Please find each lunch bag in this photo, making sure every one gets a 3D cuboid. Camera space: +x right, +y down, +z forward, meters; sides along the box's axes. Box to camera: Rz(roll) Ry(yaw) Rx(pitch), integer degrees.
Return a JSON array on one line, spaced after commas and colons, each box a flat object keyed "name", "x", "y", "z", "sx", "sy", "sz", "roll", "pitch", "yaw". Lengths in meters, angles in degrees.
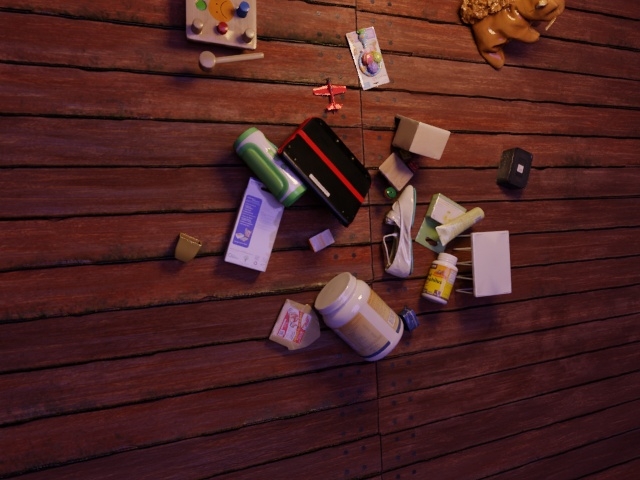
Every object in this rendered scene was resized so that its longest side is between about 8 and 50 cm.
[{"name": "lunch bag", "x": 0.386, "y": 0.342, "z": 1.914, "sx": 0.065, "sy": 0.067, "sz": 0.098, "roll": -27, "pitch": 99, "yaw": -19}]

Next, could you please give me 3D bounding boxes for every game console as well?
[{"name": "game console", "x": 0.032, "y": -0.276, "z": 1.691, "sx": 0.386, "sy": 0.060, "sz": 0.342, "roll": 46, "pitch": 45, "yaw": -15}]

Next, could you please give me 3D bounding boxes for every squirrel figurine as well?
[{"name": "squirrel figurine", "x": 0.841, "y": -1.029, "z": 1.914, "sx": 0.397, "sy": 0.370, "sz": 0.281, "roll": 32, "pitch": 80, "yaw": -18}]

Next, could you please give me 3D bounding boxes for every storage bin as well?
[{"name": "storage bin", "x": 0.940, "y": -0.346, "z": 2.114, "sx": 0.122, "sy": 0.084, "sz": 0.180, "roll": 17, "pitch": 84, "yaw": -21}]

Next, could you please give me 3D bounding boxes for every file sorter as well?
[{"name": "file sorter", "x": 0.724, "y": 0.100, "z": 1.986, "sx": 0.193, "sy": 0.173, "sz": 0.277, "roll": -3, "pitch": 91, "yaw": -20}]

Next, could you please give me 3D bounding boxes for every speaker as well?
[{"name": "speaker", "x": -0.182, "y": -0.268, "z": 1.603, "sx": 0.131, "sy": 0.131, "sz": 0.296, "roll": -42, "pitch": 92, "yaw": -16}]

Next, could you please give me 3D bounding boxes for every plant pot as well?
[{"name": "plant pot", "x": -0.484, "y": 0.031, "z": 1.570, "sx": 0.081, "sy": 0.081, "sz": 0.083, "roll": 25, "pitch": 94, "yaw": -20}]

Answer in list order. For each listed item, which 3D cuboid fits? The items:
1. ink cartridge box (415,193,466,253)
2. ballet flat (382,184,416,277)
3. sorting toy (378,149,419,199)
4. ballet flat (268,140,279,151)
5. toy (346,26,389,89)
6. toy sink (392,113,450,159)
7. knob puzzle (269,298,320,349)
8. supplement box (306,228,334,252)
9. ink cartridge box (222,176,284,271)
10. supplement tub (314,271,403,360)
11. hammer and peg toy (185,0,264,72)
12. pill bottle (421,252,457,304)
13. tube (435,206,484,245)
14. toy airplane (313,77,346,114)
[{"name": "ink cartridge box", "x": 0.548, "y": -0.071, "z": 1.982, "sx": 0.171, "sy": 0.056, "sz": 0.235, "roll": 27, "pitch": 79, "yaw": -20}, {"name": "ballet flat", "x": 0.334, "y": -0.041, "z": 1.869, "sx": 0.139, "sy": 0.139, "sz": 0.400, "roll": 2, "pitch": 90, "yaw": -21}, {"name": "sorting toy", "x": 0.320, "y": -0.294, "z": 1.880, "sx": 0.132, "sy": 0.046, "sz": 0.274, "roll": 47, "pitch": 57, "yaw": -6}, {"name": "ballet flat", "x": -0.148, "y": -0.307, "z": 1.699, "sx": 0.232, "sy": 0.080, "sz": 0.073, "roll": 32, "pitch": 94, "yaw": -17}, {"name": "toy", "x": 0.210, "y": -0.776, "z": 1.841, "sx": 0.137, "sy": 0.056, "sz": 0.237, "roll": -23, "pitch": 99, "yaw": -18}, {"name": "toy sink", "x": 0.409, "y": -0.439, "z": 1.858, "sx": 0.153, "sy": 0.234, "sz": 0.131, "roll": 11, "pitch": 110, "yaw": -22}, {"name": "knob puzzle", "x": -0.089, "y": 0.346, "z": 1.750, "sx": 0.213, "sy": 0.030, "sz": 0.213, "roll": 0, "pitch": 90, "yaw": -21}, {"name": "supplement box", "x": 0.000, "y": 0.000, "z": 1.777, "sx": 0.098, "sy": 0.036, "sz": 0.062, "roll": -27, "pitch": 100, "yaw": -19}, {"name": "ink cartridge box", "x": -0.246, "y": -0.059, "z": 1.667, "sx": 0.165, "sy": 0.065, "sz": 0.332, "roll": 19, "pitch": 85, "yaw": -20}, {"name": "supplement tub", "x": 0.152, "y": 0.300, "z": 1.737, "sx": 0.316, "sy": 0.228, "sz": 0.228, "roll": 46, "pitch": 75, "yaw": -16}, {"name": "hammer and peg toy", "x": -0.352, "y": -0.780, "z": 1.586, "sx": 0.266, "sy": 0.127, "sz": 0.361, "roll": -2, "pitch": 91, "yaw": -23}, {"name": "pill bottle", "x": 0.537, "y": 0.169, "z": 1.944, "sx": 0.117, "sy": 0.117, "sz": 0.215, "roll": 23, "pitch": 82, "yaw": -20}, {"name": "tube", "x": 0.623, "y": -0.072, "z": 1.956, "sx": 0.240, "sy": 0.062, "sz": 0.070, "roll": -30, "pitch": 61, "yaw": -16}, {"name": "toy airplane", "x": 0.044, "y": -0.596, "z": 1.793, "sx": 0.151, "sy": 0.028, "sz": 0.151, "roll": 0, "pitch": 91, "yaw": -19}]
